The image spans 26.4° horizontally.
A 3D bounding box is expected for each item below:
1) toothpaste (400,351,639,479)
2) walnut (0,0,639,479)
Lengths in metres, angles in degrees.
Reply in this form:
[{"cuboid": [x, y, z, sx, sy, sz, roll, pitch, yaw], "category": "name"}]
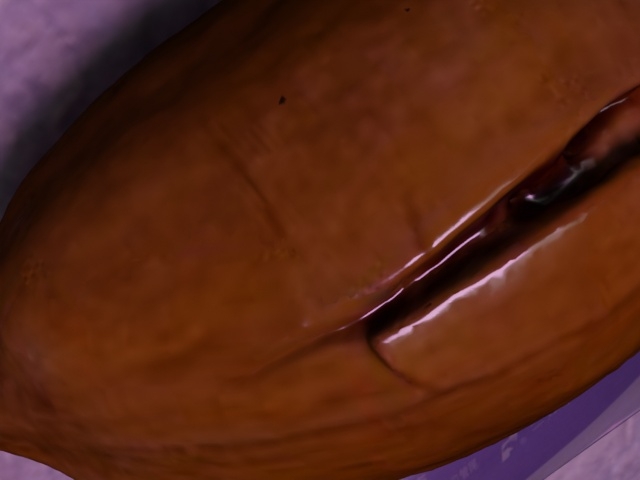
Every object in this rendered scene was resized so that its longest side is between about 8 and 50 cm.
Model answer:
[{"cuboid": [0.055, 0.114, 0.685, 0.371, 0.080, 0.125, -33, 123, -12], "category": "toothpaste"}, {"cuboid": [0.000, 0.000, 0.535, 0.336, 0.209, 0.209, -25, 122, 1], "category": "walnut"}]
